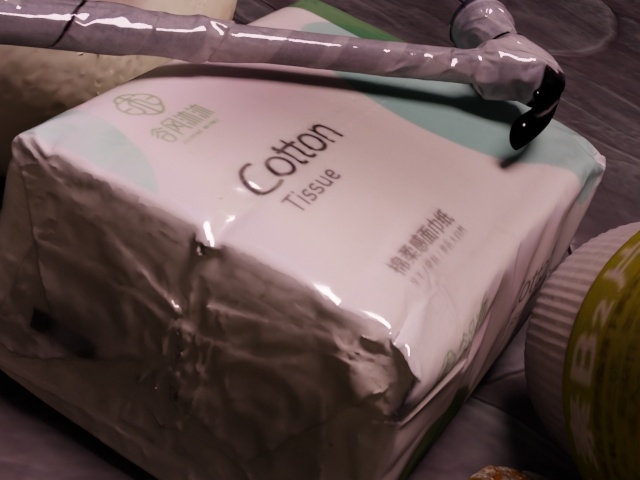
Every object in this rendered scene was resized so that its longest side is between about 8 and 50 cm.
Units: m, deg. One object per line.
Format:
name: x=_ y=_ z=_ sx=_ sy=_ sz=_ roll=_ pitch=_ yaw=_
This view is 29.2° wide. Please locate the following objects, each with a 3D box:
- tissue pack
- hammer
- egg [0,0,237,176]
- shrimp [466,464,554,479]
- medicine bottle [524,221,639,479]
tissue pack: x=0.000 y=-0.001 z=0.794 sx=0.266 sy=0.194 sz=0.356 roll=29 pitch=33 yaw=14
hammer: x=-0.048 y=-0.121 z=0.738 sx=0.426 sy=0.044 sz=0.152 roll=4 pitch=33 yaw=-18
egg: x=-0.204 y=-0.144 z=0.889 sx=0.337 sy=0.201 sz=0.337 roll=-7 pitch=31 yaw=4
shrimp: x=0.162 y=0.185 z=0.746 sx=0.161 sy=0.034 sz=0.091 roll=35 pitch=34 yaw=26
medicine bottle: x=0.245 y=0.082 z=0.644 sx=0.224 sy=0.224 sz=0.384 roll=16 pitch=0 yaw=-5
